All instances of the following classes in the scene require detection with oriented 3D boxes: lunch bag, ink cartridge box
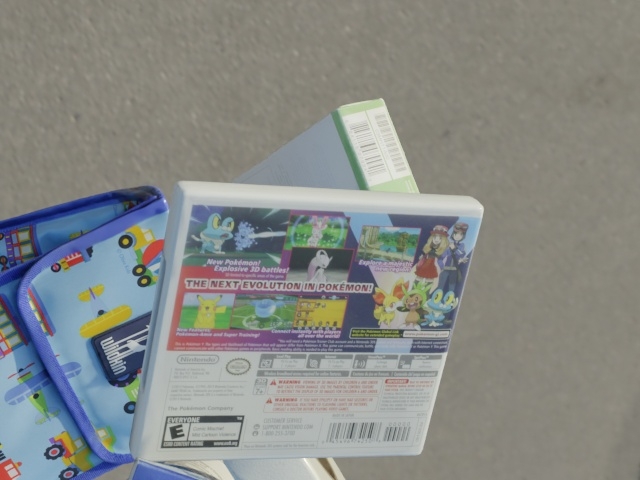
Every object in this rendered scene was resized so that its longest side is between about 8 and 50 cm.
[{"bbox_3d":[-0.202,0.083,1.238,0.293,0.138,0.221,-21,121,3],"label":"lunch bag"},{"bbox_3d":[0.000,0.000,1.284,0.056,0.171,0.235,-17,173,-35],"label":"ink cartridge box"}]

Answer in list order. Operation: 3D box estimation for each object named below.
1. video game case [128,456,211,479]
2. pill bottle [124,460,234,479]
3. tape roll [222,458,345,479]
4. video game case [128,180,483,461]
[{"bbox_3d":[-0.128,0.285,0.929,0.061,0.269,0.244,18,164,-1],"label":"video game case"},{"bbox_3d":[-0.137,0.279,1.558,0.124,0.124,0.221,-53,169,21],"label":"pill bottle"},{"bbox_3d":[-0.065,0.189,1.584,0.072,0.392,0.392,-32,141,-1],"label":"tape roll"},{"bbox_3d":[-0.009,0.054,0.936,0.201,0.023,0.183,3,113,-23],"label":"video game case"}]
